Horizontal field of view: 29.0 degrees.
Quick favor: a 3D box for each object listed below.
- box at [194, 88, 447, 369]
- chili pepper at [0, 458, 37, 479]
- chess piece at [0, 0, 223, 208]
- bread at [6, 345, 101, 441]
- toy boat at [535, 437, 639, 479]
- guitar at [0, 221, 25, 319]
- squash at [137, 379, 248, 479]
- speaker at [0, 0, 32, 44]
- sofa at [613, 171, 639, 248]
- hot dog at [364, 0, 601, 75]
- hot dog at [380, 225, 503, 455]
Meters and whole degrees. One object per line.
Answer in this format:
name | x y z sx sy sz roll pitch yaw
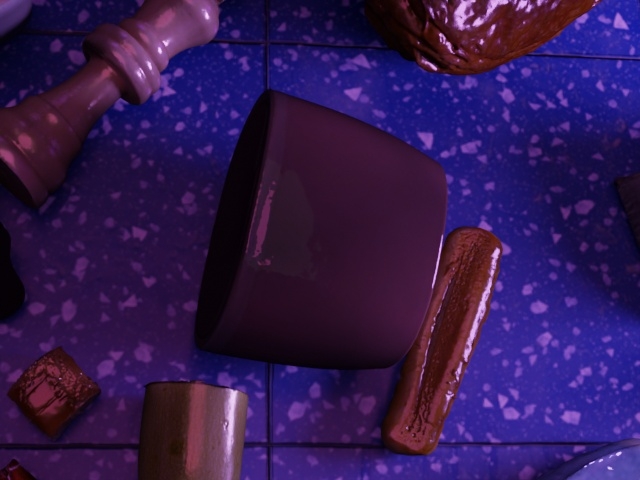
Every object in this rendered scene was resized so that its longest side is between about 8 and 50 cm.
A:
box | 0.000 0.000 1.355 0.216 0.301 0.301 13 73 -13
chili pepper | -0.375 0.364 1.291 0.253 0.136 0.144 -37 128 -6
chess piece | -0.233 -0.211 1.457 0.117 0.117 0.397 42 72 4
bread | -0.292 0.169 1.360 0.070 0.076 0.083 42 72 7
toy boat | 0.285 0.369 1.393 0.330 0.123 0.215 -35 91 -27
guitar | -0.376 -0.038 1.344 0.084 0.038 0.271 -13 114 -29
squash | -0.145 0.248 1.342 0.123 0.123 0.186 8 79 -6
speaker | -0.516 -0.237 1.359 0.406 0.184 0.183 -32 99 -15
sofa | 0.522 -0.022 1.536 0.225 0.176 0.210 -10 75 -40
hot dog | 0.212 -0.354 1.506 0.387 0.174 0.267 -29 95 -17
hot dog | 0.140 0.118 1.447 0.088 0.061 0.286 25 74 2
